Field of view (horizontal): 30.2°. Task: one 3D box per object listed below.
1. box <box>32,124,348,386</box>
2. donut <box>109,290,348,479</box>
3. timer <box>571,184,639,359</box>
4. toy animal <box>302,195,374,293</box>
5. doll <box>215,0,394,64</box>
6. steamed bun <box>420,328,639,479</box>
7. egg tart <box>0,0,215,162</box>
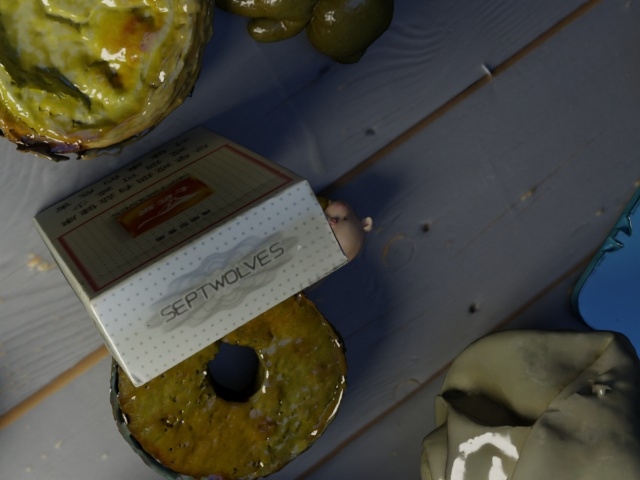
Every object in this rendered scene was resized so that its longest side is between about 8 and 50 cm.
[{"bbox_3d":[-0.138,-0.002,1.110,0.210,0.330,0.095,-31,111,-12],"label":"box"},{"bbox_3d":[-0.107,0.134,1.286,0.272,0.107,0.272,-7,110,-20],"label":"donut"},{"bbox_3d":[0.459,0.054,1.516,0.250,0.091,0.232,34,90,-13],"label":"timer"},{"bbox_3d":[0.000,0.000,1.302,0.114,0.082,0.091,-43,113,-6],"label":"toy animal"},{"bbox_3d":[-0.023,-0.263,1.229,0.209,0.097,0.137,17,136,-19],"label":"doll"},{"bbox_3d":[0.240,0.267,1.342,0.255,0.367,0.342,0,143,1],"label":"steamed bun"},{"bbox_3d":[-0.236,-0.217,1.154,0.279,0.095,0.279,-7,111,-19],"label":"egg tart"}]
